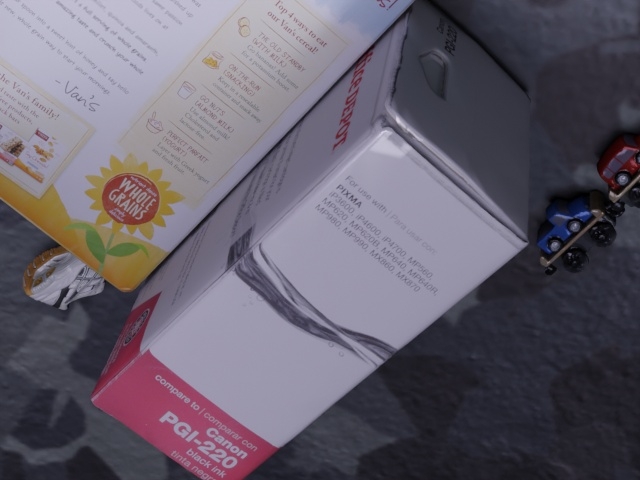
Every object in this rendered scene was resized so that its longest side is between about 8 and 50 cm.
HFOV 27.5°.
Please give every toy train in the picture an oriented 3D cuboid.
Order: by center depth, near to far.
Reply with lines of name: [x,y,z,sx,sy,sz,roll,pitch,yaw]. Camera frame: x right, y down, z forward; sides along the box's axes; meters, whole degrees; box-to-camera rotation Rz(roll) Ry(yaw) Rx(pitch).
toy train: [0.166,-0.039,0.689,0.036,0.027,0.158,35,119,-10]

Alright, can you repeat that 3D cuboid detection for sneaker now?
sneaker: [-0.133,0.012,0.764,0.083,0.032,0.037,-29,137,20]

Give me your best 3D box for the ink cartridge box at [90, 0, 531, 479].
ink cartridge box: [0.000,0.000,0.658,0.092,0.158,0.218,38,119,-14]

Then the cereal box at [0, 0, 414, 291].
cereal box: [-0.086,-0.107,0.655,0.173,0.047,0.240,40,112,-15]
